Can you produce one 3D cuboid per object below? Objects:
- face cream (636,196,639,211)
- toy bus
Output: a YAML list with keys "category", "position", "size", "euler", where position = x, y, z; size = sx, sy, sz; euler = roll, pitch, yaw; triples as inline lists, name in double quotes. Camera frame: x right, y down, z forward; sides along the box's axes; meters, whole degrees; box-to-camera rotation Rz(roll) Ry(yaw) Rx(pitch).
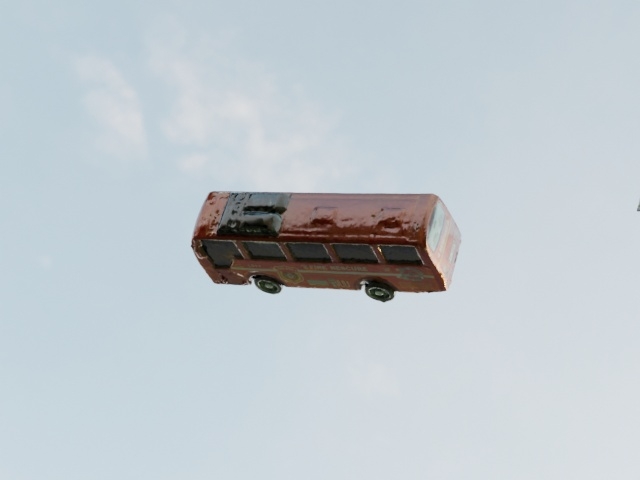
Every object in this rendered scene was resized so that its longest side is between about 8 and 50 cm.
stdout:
- category: "face cream"
  position: [0.305, -0.077, 1.154]
  size: [0.020, 0.115, 0.038]
  euler: [35, -34, -32]
- category: "toy bus"
  position: [0.000, 0.000, 0.518]
  size: [0.110, 0.031, 0.043]
  euler: [1, -32, 26]
